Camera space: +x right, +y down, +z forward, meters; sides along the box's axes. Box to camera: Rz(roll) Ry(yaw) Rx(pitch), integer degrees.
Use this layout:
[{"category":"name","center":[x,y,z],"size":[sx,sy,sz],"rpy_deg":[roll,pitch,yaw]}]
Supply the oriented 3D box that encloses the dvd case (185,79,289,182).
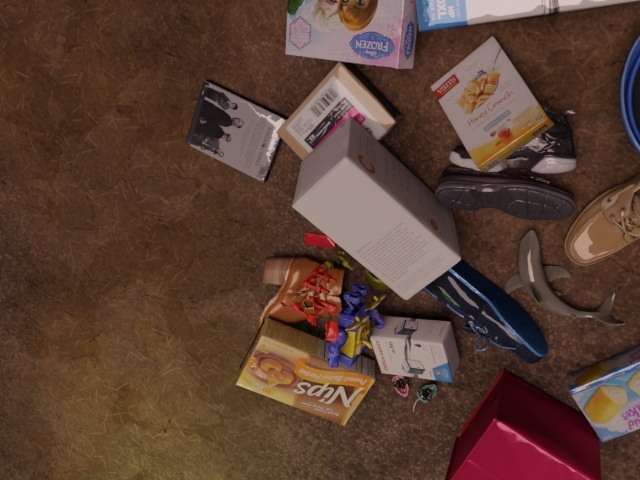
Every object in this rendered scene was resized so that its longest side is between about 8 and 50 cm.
[{"category":"dvd case","center":[-0.214,-0.276,1.722],"size":[0.239,0.029,0.179],"rpy_deg":[27,114,9]}]

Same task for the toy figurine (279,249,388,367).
[{"category":"toy figurine","center":[0.061,0.186,1.613],"size":[0.191,0.362,0.217],"rpy_deg":[16,121,22]}]

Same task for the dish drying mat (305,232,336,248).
[{"category":"dish drying mat","center":[0.000,0.000,1.746],"size":[0.083,0.008,0.032],"rpy_deg":[8,111,17]}]

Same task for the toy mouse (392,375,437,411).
[{"category":"toy mouse","center":[0.246,0.375,1.767],"size":[0.161,0.031,0.143],"rpy_deg":[2,107,19]}]

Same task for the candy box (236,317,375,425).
[{"category":"candy box","center":[-0.037,0.343,1.770],"size":[0.317,0.087,0.182],"rpy_deg":[23,119,-10]}]

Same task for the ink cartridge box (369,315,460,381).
[{"category":"ink cartridge box","center":[0.233,0.264,1.673],"size":[0.191,0.082,0.139],"rpy_deg":[0,128,28]}]

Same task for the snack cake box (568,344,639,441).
[{"category":"snack cake box","center":[0.725,0.334,1.551],"size":[0.264,0.089,0.152],"rpy_deg":[-32,93,26]}]

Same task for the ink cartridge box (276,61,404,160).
[{"category":"ink cartridge box","center":[0.045,-0.271,1.599],"size":[0.193,0.088,0.235],"rpy_deg":[46,115,2]}]

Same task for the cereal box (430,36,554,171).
[{"category":"cereal box","center":[0.356,-0.288,1.440],"size":[0.173,0.047,0.240],"rpy_deg":[-38,60,25]}]

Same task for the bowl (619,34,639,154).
[{"category":"bowl","center":[0.769,-0.278,1.282],"size":[0.392,0.077,0.390],"rpy_deg":[0,88,15]}]

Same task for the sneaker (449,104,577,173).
[{"category":"sneaker","center":[0.418,-0.227,1.478],"size":[0.269,0.101,0.153],"rpy_deg":[4,103,18]}]

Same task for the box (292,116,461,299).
[{"category":"box","center":[0.127,-0.071,1.507],"size":[0.345,0.215,0.168],"rpy_deg":[40,118,-19]}]

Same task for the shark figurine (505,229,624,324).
[{"category":"shark figurine","center":[0.528,0.129,1.544],"size":[0.278,0.116,0.166],"rpy_deg":[41,117,6]}]

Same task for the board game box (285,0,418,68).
[{"category":"board game box","center":[0.067,-0.545,1.457],"size":[0.319,0.066,0.317],"rpy_deg":[18,114,36]}]

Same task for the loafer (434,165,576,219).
[{"category":"loafer","center":[0.411,-0.118,1.516],"size":[0.303,0.095,0.109],"rpy_deg":[7,145,15]}]

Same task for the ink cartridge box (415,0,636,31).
[{"category":"ink cartridge box","center":[0.396,-0.506,1.286],"size":[0.395,0.285,0.166],"rpy_deg":[-2,108,21]}]

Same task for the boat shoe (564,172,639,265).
[{"category":"boat shoe","center":[0.656,-0.064,1.433],"size":[0.122,0.110,0.341],"rpy_deg":[44,115,1]}]

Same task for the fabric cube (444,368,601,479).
[{"category":"fabric cube","center":[0.473,0.514,1.608],"size":[0.258,0.254,0.259],"rpy_deg":[30,115,8]}]

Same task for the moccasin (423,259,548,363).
[{"category":"moccasin","center":[0.380,0.167,1.614],"size":[0.342,0.138,0.116],"rpy_deg":[45,121,17]}]

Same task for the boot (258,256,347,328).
[{"category":"boot","center":[-0.040,0.179,1.779],"size":[0.220,0.109,0.283],"rpy_deg":[8,102,13]}]
